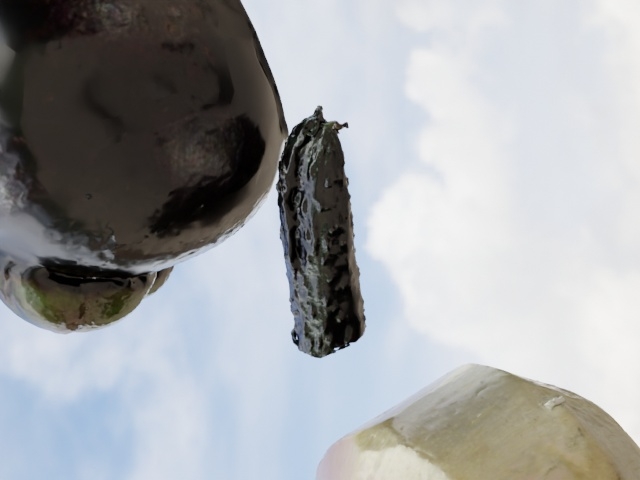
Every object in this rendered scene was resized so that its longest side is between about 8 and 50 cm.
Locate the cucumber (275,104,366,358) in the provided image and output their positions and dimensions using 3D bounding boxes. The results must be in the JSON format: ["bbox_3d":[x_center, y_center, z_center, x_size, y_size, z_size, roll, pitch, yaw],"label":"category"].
[{"bbox_3d":[0.000,0.000,0.999,0.053,0.053,0.181,-58,-30,-52],"label":"cucumber"}]

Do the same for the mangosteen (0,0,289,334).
[{"bbox_3d":[-0.148,-0.075,1.045,0.233,0.287,0.287,-28,-50,-16],"label":"mangosteen"}]

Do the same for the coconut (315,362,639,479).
[{"bbox_3d":[0.096,0.196,1.001,0.197,0.237,0.237,119,173,-51],"label":"coconut"}]
